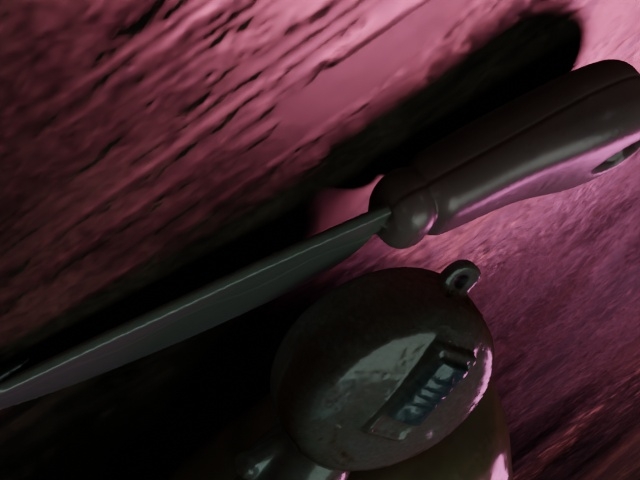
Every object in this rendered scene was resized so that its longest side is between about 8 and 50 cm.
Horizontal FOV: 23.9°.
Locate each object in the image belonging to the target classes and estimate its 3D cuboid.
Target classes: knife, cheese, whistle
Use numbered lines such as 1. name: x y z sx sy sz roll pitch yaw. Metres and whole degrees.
1. knife: 0.000 0.001 0.656 0.336 0.043 0.081 -23 166 -16
2. cheese: 0.022 0.142 0.858 0.235 0.117 0.218 -14 149 -41
3. whistle: 0.005 0.093 0.718 0.107 0.057 0.220 21 118 -42
